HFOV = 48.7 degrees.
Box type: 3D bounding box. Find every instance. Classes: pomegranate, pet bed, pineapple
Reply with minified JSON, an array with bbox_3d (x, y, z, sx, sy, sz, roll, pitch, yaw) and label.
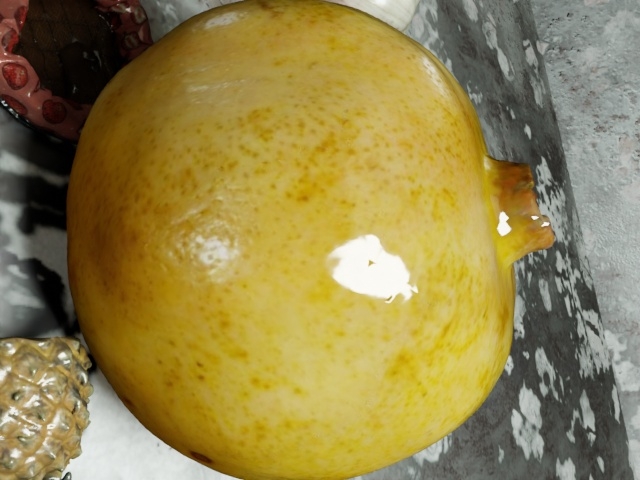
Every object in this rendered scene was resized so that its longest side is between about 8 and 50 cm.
[{"bbox_3d":[0.000,0.000,0.615,0.417,0.417,0.416,25,58,-48],"label":"pomegranate"},{"bbox_3d":[-0.225,-0.178,0.654,0.201,0.054,0.201,34,49,-50],"label":"pet bed"},{"bbox_3d":[-0.217,0.186,0.488,0.111,0.119,0.237,131,-44,-77],"label":"pineapple"}]

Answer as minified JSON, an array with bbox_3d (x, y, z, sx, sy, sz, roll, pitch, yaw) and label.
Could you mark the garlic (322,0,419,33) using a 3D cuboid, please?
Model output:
[{"bbox_3d":[0.003,-0.328,0.936,0.253,0.245,0.245,18,58,-14],"label":"garlic"}]
